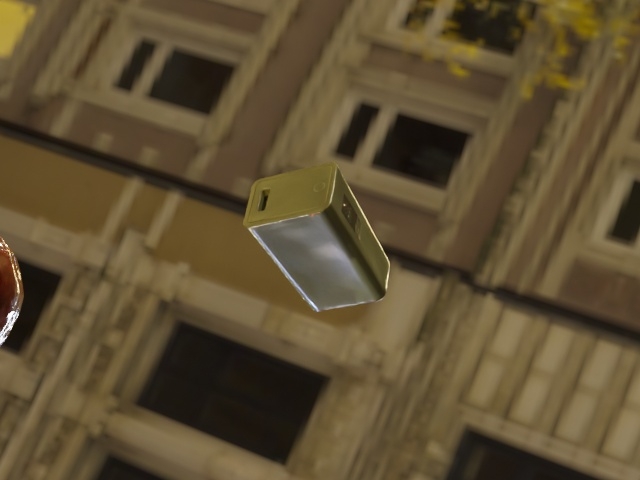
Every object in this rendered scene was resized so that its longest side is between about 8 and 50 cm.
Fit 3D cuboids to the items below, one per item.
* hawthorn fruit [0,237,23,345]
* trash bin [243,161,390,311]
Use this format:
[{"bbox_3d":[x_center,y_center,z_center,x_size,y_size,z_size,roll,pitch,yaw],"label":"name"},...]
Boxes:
[{"bbox_3d":[-0.282,0.025,1.122,0.179,0.173,0.173,-52,-23,22],"label":"hawthorn fruit"},{"bbox_3d":[0.000,0.000,1.113,0.092,0.061,0.043,56,-149,-41],"label":"trash bin"}]
